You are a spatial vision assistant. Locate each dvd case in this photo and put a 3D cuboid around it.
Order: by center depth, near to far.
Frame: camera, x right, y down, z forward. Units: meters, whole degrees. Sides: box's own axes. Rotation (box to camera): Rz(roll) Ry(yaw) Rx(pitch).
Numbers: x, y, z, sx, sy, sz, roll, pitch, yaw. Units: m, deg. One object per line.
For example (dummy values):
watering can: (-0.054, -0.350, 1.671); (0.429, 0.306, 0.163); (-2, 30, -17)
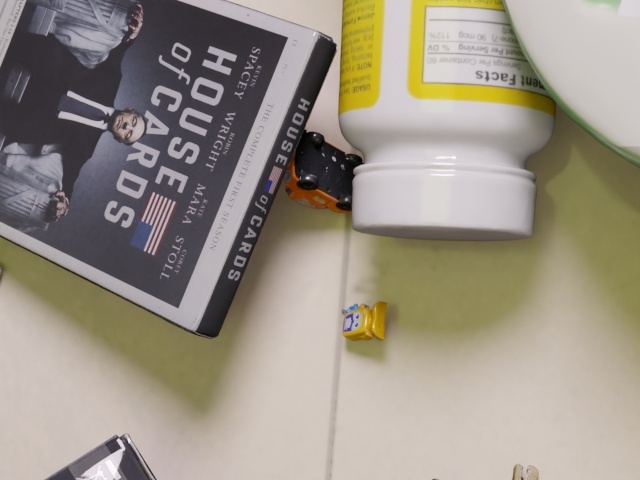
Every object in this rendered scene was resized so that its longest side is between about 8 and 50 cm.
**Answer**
dvd case: (-0.121, -0.068, 0.838); (0.239, 0.029, 0.179); (23, 91, 32)

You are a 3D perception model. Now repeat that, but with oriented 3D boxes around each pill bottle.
pill bottle: (0.070, -0.107, 0.779); (0.119, 0.119, 0.208); (2, 87, 14)

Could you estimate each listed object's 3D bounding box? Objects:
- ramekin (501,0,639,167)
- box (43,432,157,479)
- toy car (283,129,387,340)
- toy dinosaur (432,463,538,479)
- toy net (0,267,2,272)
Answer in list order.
ramekin: (0.219, -0.161, 0.642); (0.303, 0.148, 0.303); (13, 108, 45)
box: (-0.134, 0.352, 0.757); (0.318, 0.097, 0.395); (-32, 78, -13)
toy car: (0.000, 0.000, 0.824); (0.040, 0.060, 0.122); (-17, 73, 44)
toy dinosaur: (0.060, 0.201, 0.794); (0.093, 0.053, 0.183); (24, 92, 13)
toy net: (-0.276, 0.106, 0.889); (0.122, 0.045, 0.232); (44, 97, 13)
